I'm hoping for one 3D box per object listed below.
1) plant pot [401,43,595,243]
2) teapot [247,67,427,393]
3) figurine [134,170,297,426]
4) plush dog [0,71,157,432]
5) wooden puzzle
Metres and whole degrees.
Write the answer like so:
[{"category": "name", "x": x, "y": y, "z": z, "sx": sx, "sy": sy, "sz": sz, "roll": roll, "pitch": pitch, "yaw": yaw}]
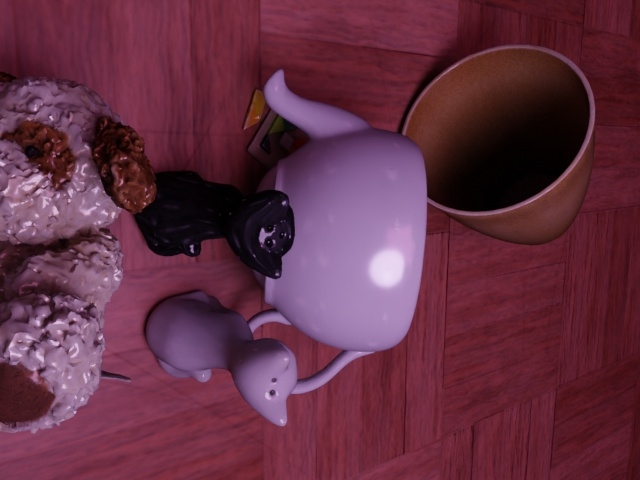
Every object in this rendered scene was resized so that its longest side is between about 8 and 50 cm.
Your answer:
[{"category": "plant pot", "x": 0.267, "y": -0.091, "z": 0.844, "sx": 0.254, "sy": 0.237, "sz": 0.237, "roll": 38, "pitch": 73, "yaw": -51}, {"category": "teapot", "x": 0.000, "y": 0.000, "z": 0.653, "sx": 0.187, "sy": 0.252, "sz": 0.256, "roll": 4, "pitch": 55, "yaw": -2}, {"category": "figurine", "x": -0.088, "y": 0.047, "z": 0.572, "sx": 0.092, "sy": 0.209, "sz": 0.215, "roll": -11, "pitch": 104, "yaw": -37}, {"category": "plush dog", "x": -0.221, "y": -0.014, "z": 0.477, "sx": 0.225, "sy": 0.262, "sz": 0.210, "roll": -71, "pitch": 163, "yaw": 6}, {"category": "wooden puzzle", "x": -0.043, "y": -0.114, "z": 0.707, "sx": 0.116, "sy": 0.014, "sz": 0.078, "roll": 31, "pitch": 78, "yaw": -38}]
